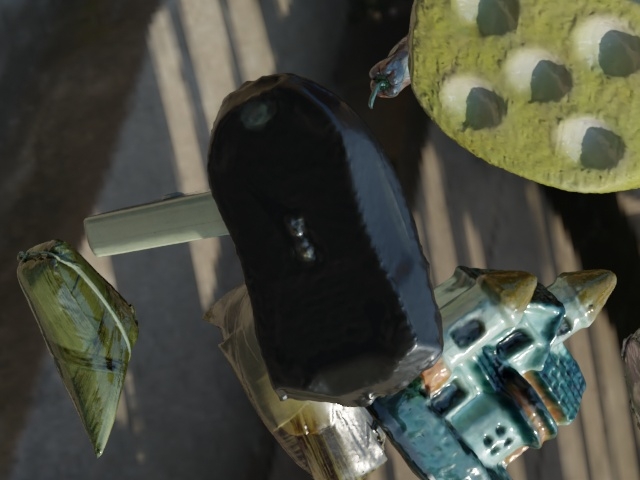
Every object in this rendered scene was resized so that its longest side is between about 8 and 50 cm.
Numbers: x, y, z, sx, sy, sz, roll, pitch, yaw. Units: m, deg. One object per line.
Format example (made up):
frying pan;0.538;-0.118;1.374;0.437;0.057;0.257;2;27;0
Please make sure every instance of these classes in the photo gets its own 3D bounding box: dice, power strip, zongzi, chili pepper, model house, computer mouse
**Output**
dice;0.216;-0.193;1.414;0.238;0.233;0.226;-56;160;-37
power strip;-0.122;-0.028;1.775;0.118;0.270;0.046;-21;98;-44
zongzi;0.001;0.165;2.110;0.289;0.154;0.317;59;-11;-3
chili pepper;0.090;-0.190;1.895;0.041;0.050;0.153;46;44;-3
model house;0.183;0.120;1.747;0.253;0.291;0.184;54;-7;-22
zongzi;-0.163;0.068;1.146;0.104;0.052;0.113;47;38;-42
computer mouse;0.000;0.000;1.120;0.073;0.122;0.217;-20;93;-66

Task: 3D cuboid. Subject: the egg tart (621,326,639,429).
egg tart;0.426;0.171;2.138;0.234;0.094;0.234;170;-90;-81
